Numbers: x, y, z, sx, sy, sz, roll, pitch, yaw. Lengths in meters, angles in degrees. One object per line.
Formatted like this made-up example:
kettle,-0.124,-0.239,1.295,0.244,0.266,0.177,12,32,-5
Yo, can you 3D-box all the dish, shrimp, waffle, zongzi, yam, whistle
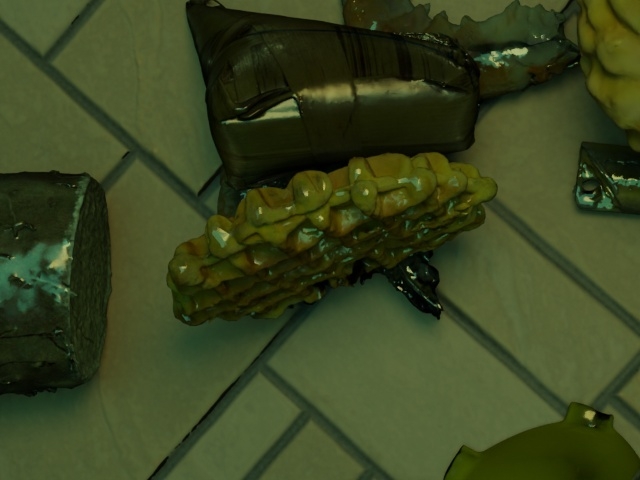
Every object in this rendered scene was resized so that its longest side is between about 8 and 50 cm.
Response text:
dish,0.229,0.292,1.233,0.221,0.108,0.262,-21,82,5
shrimp,-0.004,-0.009,1.320,0.178,0.075,0.289,-37,79,8
waffle,0.000,-0.002,1.187,0.309,0.283,0.065,-7,69,-29
zongzi,0.007,-0.178,1.302,0.260,0.123,0.289,-8,38,-4
yam,-0.378,0.043,1.307,0.348,0.241,0.241,-4,84,7
shrimp,0.111,-0.239,1.339,0.185,0.068,0.287,-35,70,0
whistle,0.404,-0.045,1.265,0.326,0.057,0.068,7,92,10

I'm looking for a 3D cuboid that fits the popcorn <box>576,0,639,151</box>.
popcorn,0.403,-0.202,1.152,0.349,0.381,0.349,12,119,23
